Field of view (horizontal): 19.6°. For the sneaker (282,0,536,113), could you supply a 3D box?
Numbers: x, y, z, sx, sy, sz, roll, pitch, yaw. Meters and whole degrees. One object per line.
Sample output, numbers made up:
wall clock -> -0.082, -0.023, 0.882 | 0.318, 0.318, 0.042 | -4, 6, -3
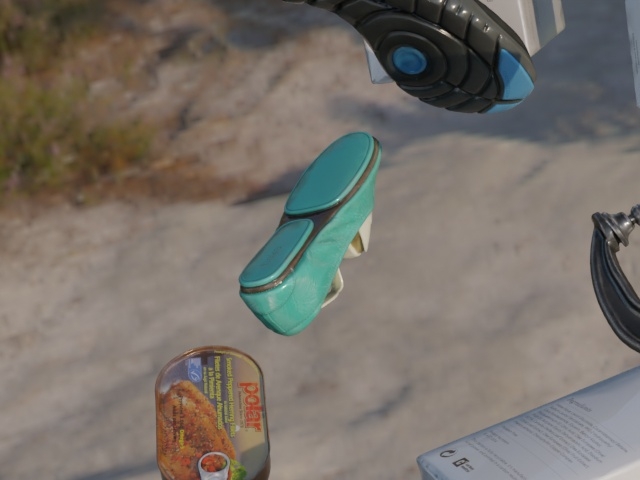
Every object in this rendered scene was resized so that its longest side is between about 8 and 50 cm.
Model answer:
sneaker -> 0.068, -0.249, 1.748 | 0.125, 0.341, 0.140 | -45, 17, 44

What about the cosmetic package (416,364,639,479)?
cosmetic package -> 0.282, 0.207, 1.453 | 0.365, 0.197, 0.155 | -21, 20, -13

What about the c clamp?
c clamp -> 0.197, -0.015, 0.905 | 0.160, 0.022, 0.137 | -32, 55, -2

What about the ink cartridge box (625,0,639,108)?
ink cartridge box -> 0.313, -0.157, 1.398 | 0.092, 0.090, 0.143 | -1, -10, -30

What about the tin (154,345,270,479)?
tin -> -0.100, 0.176, 1.747 | 0.106, 0.040, 0.190 | -8, 41, 2

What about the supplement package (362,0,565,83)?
supplement package -> 0.153, -0.286, 2.031 | 0.175, 0.178, 0.293 | -9, 9, 17

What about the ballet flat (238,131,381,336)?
ballet flat -> 0.000, 0.000, 1.729 | 0.083, 0.087, 0.247 | -5, 35, 34
